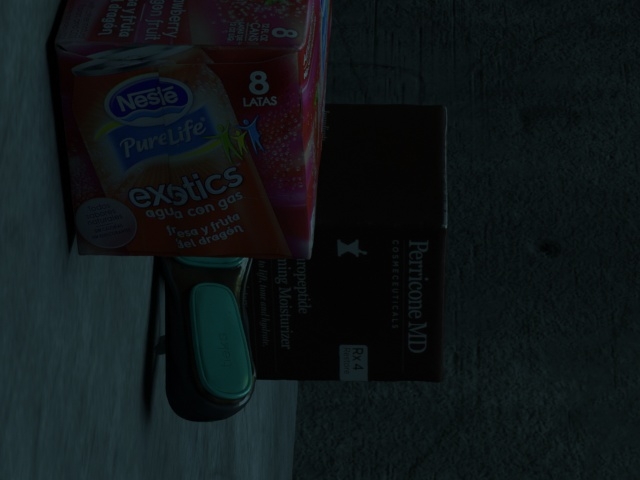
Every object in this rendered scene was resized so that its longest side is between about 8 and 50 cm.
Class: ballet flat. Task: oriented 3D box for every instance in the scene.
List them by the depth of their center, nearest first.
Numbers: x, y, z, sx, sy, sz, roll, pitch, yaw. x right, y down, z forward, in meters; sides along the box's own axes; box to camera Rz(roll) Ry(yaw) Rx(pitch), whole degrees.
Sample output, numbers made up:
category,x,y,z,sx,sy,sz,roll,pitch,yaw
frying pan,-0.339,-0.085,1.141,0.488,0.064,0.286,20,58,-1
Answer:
category,x,y,z,sx,sy,sz,roll,pitch,yaw
ballet flat,-0.083,0.033,1.243,0.074,0.074,0.203,87,-1,-62

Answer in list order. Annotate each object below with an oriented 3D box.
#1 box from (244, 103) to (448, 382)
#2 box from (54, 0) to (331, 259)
category,x,y,z,sx,sy,sz,roll,pitch,yaw
box,0.000,0.000,1.471,0.167,0.203,0.168,-85,175,-52
box,-0.058,-0.113,0.968,0.257,0.123,0.128,-85,175,-54
